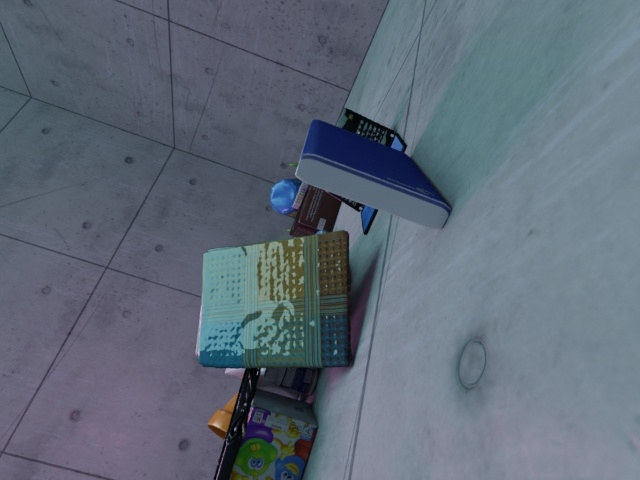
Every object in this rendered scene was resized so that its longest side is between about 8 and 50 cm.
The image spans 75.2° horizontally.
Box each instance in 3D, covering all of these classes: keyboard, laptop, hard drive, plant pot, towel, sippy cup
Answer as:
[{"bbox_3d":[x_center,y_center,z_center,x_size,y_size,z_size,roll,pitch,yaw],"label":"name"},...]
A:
[{"bbox_3d":[-0.171,0.361,0.869,0.317,0.033,0.201,-82,14,-53],"label":"keyboard"},{"bbox_3d":[0.086,-0.183,1.049,0.137,0.264,0.234,-13,-48,-53],"label":"laptop"},{"bbox_3d":[0.074,-0.126,0.687,0.318,0.210,0.040,-87,18,-66],"label":"hard drive"},{"bbox_3d":[-0.247,0.600,1.425,0.188,0.205,0.205,-56,-3,-35],"label":"plant pot"},{"bbox_3d":[-0.106,0.129,0.875,0.040,0.370,0.271,28,-122,-58],"label":"towel"},{"bbox_3d":[-0.123,-0.208,2.043,0.240,0.305,0.224,-36,-15,25],"label":"sippy cup"}]

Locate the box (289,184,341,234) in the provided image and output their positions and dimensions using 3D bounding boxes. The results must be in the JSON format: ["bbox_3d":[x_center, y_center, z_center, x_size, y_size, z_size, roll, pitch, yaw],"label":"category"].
[{"bbox_3d":[-0.025,-0.109,1.742,0.381,0.143,0.191,150,139,-77],"label":"box"}]

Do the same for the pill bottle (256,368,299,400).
[{"bbox_3d":[-0.114,0.326,1.156,0.283,0.161,0.161,-80,11,-54],"label":"pill bottle"}]

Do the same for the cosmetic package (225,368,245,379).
[{"bbox_3d":[-0.188,0.324,1.543,0.217,0.156,0.385,-31,35,45],"label":"cosmetic package"}]

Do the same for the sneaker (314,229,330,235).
[{"bbox_3d":[0.000,0.000,1.439,0.240,0.091,0.126,121,167,-64],"label":"sneaker"}]

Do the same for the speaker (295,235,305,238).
[{"bbox_3d":[-0.108,0.117,1.825,0.131,0.131,0.296,-78,10,-47],"label":"speaker"}]

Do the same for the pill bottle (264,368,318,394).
[{"bbox_3d":[-0.071,0.322,0.999,0.067,0.120,0.067,-161,90,-84],"label":"pill bottle"}]

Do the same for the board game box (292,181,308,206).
[{"bbox_3d":[-0.085,-0.193,1.771,0.154,0.026,0.103,172,120,-82],"label":"board game box"}]

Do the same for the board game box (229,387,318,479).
[{"bbox_3d":[-0.123,0.483,0.881,0.144,0.142,0.275,154,134,-81],"label":"board game box"}]
